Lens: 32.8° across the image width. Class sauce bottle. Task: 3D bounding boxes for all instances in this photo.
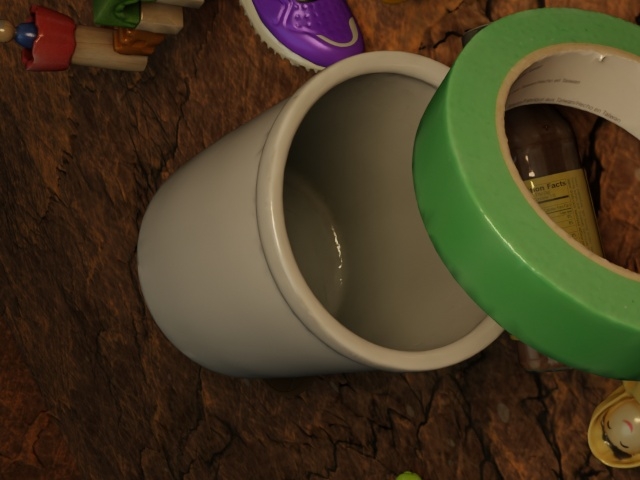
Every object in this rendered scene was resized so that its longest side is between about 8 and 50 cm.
[{"bbox_3d":[0.212,-0.046,1.079,0.111,0.111,0.344,-16,86,56],"label":"sauce bottle"}]

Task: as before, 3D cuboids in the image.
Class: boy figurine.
[{"bbox_3d":[0.356,0.136,1.069,0.177,0.092,0.285,51,142,11],"label":"boy figurine"}]

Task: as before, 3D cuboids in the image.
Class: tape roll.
[{"bbox_3d":[0.236,-0.046,0.886,0.321,0.321,0.077,51,145,16],"label":"tape roll"}]

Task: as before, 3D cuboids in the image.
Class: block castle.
[{"bbox_3d":[-0.253,-0.400,1.265,0.453,0.213,0.303,-24,66,61],"label":"block castle"}]

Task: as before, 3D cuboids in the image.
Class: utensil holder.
[{"bbox_3d":[0.000,0.000,1.239,0.385,0.328,0.327,-20,97,59],"label":"utensil holder"}]

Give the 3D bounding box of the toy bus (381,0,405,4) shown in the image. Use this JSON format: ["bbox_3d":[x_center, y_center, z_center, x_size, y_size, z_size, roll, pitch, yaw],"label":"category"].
[{"bbox_3d":[0.071,-0.320,0.931,0.332,0.130,0.108,67,-177,-78],"label":"toy bus"}]

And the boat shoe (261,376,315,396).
[{"bbox_3d":[-0.077,0.084,1.611,0.098,0.109,0.302,-91,-18,-74],"label":"boat shoe"}]

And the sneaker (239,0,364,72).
[{"bbox_3d":[-0.039,-0.331,1.243,0.293,0.102,0.146,54,145,11],"label":"sneaker"}]

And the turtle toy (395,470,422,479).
[{"bbox_3d":[0.143,0.396,1.561,0.095,0.066,0.130,-27,89,33],"label":"turtle toy"}]
